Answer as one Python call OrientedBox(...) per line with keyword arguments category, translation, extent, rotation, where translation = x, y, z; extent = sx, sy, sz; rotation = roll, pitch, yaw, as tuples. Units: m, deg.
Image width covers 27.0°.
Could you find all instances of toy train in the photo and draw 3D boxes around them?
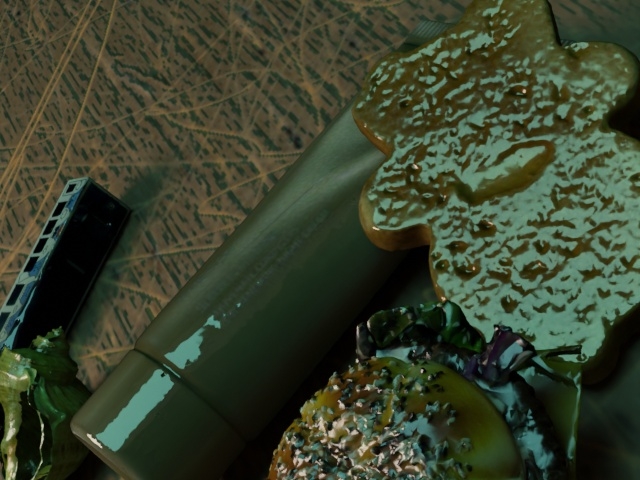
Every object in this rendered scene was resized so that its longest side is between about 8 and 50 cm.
OrientedBox(category="toy train", translation=(-0.197, 0.053, 0.930), extent=(0.047, 0.043, 0.207), rotation=(-5, 54, 46))

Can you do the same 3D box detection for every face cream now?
OrientedBox(category="face cream", translation=(0.000, 0.000, 0.759), extent=(0.341, 0.084, 0.137), rotation=(-50, 35, -15))

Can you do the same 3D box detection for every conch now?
OrientedBox(category="conch", translation=(-0.175, 0.112, 0.826), extent=(0.089, 0.074, 0.121), rotation=(165, 119, -84))

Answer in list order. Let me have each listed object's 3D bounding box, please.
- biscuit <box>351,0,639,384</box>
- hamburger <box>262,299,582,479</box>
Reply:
OrientedBox(category="biscuit", translation=(0.103, -0.029, 0.677), extent=(0.166, 0.036, 0.225), rotation=(-32, 54, 6))
OrientedBox(category="hamburger", translation=(0.038, 0.113, 0.578), extent=(0.164, 0.093, 0.189), rotation=(-26, 54, 35))
